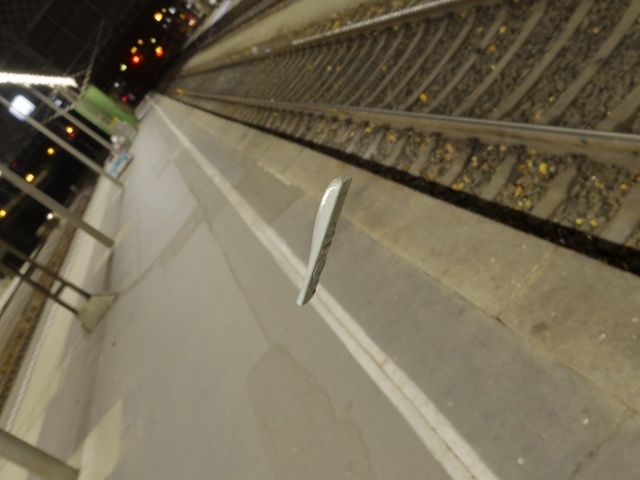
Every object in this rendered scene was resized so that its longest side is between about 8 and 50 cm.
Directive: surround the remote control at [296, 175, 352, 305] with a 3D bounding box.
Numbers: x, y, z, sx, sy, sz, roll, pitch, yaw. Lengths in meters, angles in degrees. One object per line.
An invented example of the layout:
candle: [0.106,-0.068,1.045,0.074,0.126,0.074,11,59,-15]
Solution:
remote control: [0.000,0.000,0.925,0.050,0.027,0.184,-35,-34,-63]
